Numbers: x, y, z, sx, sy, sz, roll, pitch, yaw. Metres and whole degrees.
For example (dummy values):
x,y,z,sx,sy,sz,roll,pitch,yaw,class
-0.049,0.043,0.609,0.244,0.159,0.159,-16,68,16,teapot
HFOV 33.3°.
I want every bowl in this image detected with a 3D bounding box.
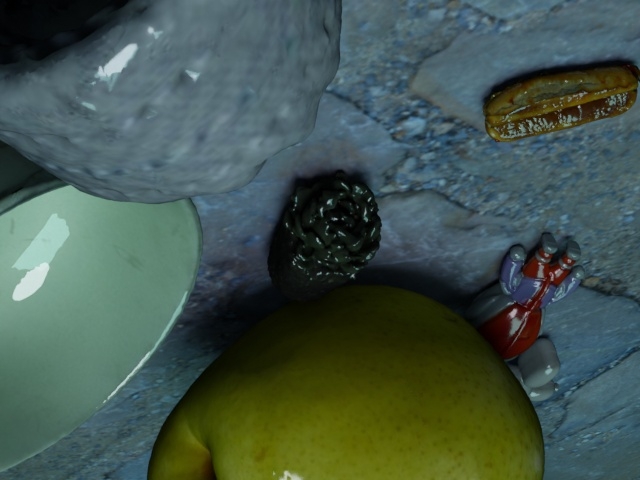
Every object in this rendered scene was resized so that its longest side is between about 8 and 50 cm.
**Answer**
x,y,z,sx,sy,sz,roll,pitch,yaw,class
-0.255,0.032,0.825,0.307,0.163,0.307,-37,149,-26,bowl

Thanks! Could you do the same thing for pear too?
x,y,z,sx,sy,sz,roll,pitch,yaw,class
0.037,0.220,1.109,0.418,0.362,0.362,6,144,-37,pear

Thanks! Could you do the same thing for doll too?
x,y,z,sx,sy,sz,roll,pitch,yaw,class
0.254,0.190,1.430,0.161,0.059,0.160,-7,148,-11,doll
0.219,0.083,1.230,0.102,0.075,0.227,15,131,-16,doll

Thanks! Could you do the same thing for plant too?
x,y,z,sx,sy,sz,roll,pitch,yaw,class
0.000,0.000,1.008,0.094,0.092,0.143,11,147,-22,plant

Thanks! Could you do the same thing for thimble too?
x,y,z,sx,sy,sz,roll,pitch,yaw,class
-0.115,-0.133,0.624,0.245,0.217,0.157,-5,153,26,thimble

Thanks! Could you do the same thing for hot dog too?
x,y,z,sx,sy,sz,roll,pitch,yaw,class
0.211,-0.124,0.935,0.144,0.038,0.062,-15,146,-2,hot dog
